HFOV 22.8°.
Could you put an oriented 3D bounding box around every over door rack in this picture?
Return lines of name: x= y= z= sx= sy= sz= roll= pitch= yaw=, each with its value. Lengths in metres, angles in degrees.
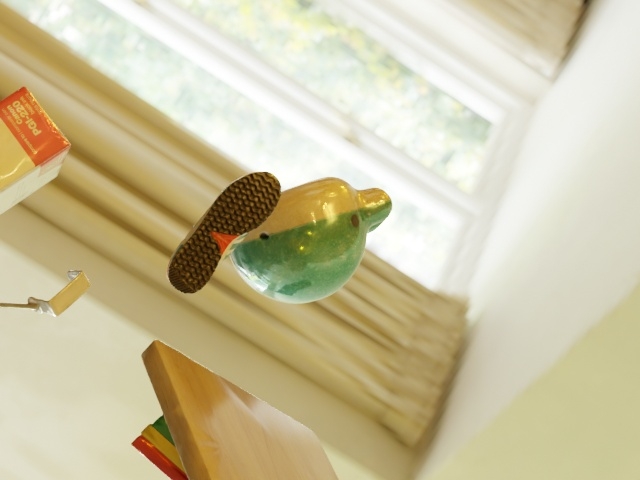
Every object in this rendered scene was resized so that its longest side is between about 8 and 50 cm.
over door rack: x=-0.441 y=0.001 z=1.662 sx=0.324 sy=0.239 sz=0.108 roll=-8 pitch=-144 yaw=31

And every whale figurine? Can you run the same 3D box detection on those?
whale figurine: x=0.000 y=0.000 z=1.962 sx=0.216 sy=0.141 sz=0.272 roll=-17 pitch=177 yaw=26

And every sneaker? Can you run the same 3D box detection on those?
sneaker: x=-0.109 y=-0.012 z=1.695 sx=0.161 sy=0.057 sz=0.075 roll=-50 pitch=-167 yaw=-8

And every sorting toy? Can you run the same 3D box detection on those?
sorting toy: x=-0.075 y=0.257 z=1.592 sx=0.089 sy=0.255 sz=0.257 roll=-45 pitch=-141 yaw=12

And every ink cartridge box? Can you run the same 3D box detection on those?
ink cartridge box: x=-0.402 y=-0.064 z=1.788 sx=0.218 sy=0.092 sz=0.158 roll=-38 pitch=180 yaw=-19
